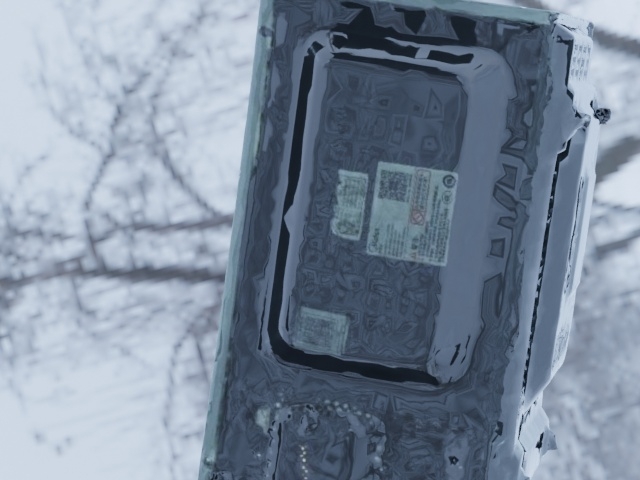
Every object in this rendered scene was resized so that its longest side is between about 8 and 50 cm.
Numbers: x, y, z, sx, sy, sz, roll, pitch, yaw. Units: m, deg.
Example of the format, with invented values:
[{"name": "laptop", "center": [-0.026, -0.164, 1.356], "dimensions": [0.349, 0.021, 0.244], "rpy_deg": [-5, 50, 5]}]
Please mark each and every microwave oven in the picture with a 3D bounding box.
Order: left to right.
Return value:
[{"name": "microwave oven", "center": [0.058, 0.010, 1.055], "dimensions": [0.237, 0.181, 0.295], "rpy_deg": [-22, -59, -77]}]
